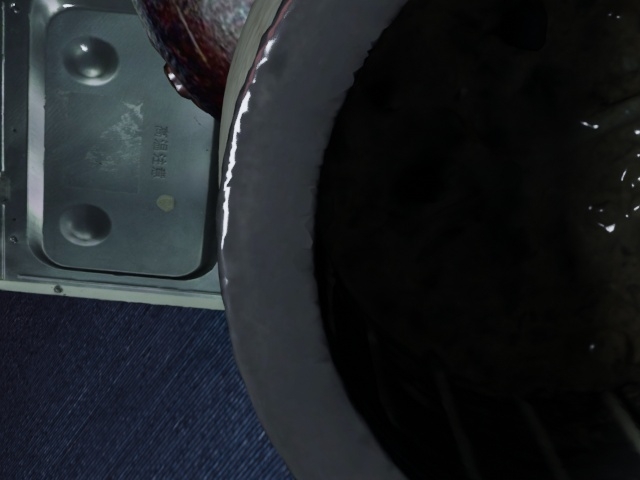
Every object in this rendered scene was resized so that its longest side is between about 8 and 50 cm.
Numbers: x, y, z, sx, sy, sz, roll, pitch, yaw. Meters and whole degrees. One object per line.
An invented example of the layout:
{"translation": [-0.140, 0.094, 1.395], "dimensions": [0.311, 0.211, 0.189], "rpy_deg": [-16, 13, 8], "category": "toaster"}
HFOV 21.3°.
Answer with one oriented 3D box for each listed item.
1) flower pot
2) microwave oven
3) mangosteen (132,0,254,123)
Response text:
{"translation": [0.098, -0.040, 0.703], "dimensions": [0.293, 0.294, 0.330], "rpy_deg": [-60, 12, 9], "category": "flower pot"}
{"translation": [-0.153, -0.193, 1.375], "dimensions": [0.333, 0.247, 0.394], "rpy_deg": [-86, 3, -53], "category": "microwave oven"}
{"translation": [0.037, -0.188, 1.012], "dimensions": [0.330, 0.330, 0.330], "rpy_deg": [-52, 22, 30], "category": "mangosteen"}
